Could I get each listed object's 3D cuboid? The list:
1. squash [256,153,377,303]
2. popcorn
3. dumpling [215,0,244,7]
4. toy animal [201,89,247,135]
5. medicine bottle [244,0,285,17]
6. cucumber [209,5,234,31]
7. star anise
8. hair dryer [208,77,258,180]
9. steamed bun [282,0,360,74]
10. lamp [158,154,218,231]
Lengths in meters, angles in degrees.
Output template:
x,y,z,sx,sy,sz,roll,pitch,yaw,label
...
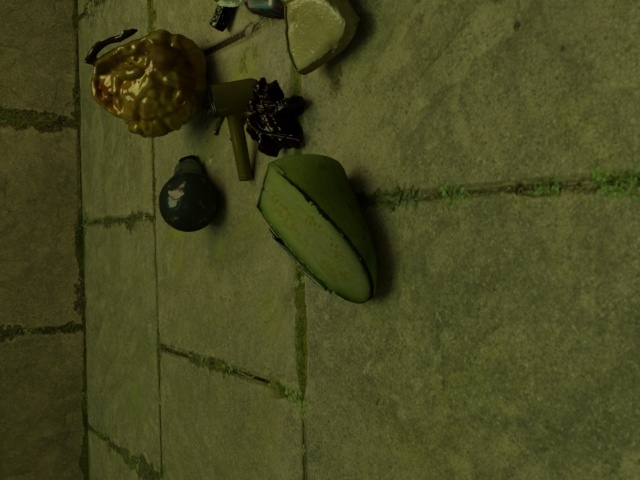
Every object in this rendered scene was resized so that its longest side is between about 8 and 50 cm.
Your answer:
x,y,z,sx,sy,sz,roll,pitch,yaw,label
0.000,0.000,1.524,0.233,0.210,0.309,118,143,-56,squash
-0.529,-0.501,2.151,0.349,0.382,0.349,-30,48,41,popcorn
-0.219,-0.721,1.901,0.181,0.111,0.155,-31,98,42,dumpling
-0.288,-0.389,2.074,0.275,0.054,0.149,8,100,55,toy animal
-0.114,-0.607,1.743,0.188,0.119,0.094,24,106,54,medicine bottle
-0.270,-0.700,2.029,0.058,0.058,0.187,56,132,39,cucumber
-0.128,-0.317,1.777,0.220,0.126,0.190,-15,76,58,star anise
-0.217,-0.302,1.932,0.090,0.135,0.278,-135,34,-63,hair dryer
0.000,-0.515,1.587,0.231,0.110,0.212,-19,92,52,steamed bun
-0.397,-0.169,2.177,0.182,0.182,0.314,-47,29,46,lamp
